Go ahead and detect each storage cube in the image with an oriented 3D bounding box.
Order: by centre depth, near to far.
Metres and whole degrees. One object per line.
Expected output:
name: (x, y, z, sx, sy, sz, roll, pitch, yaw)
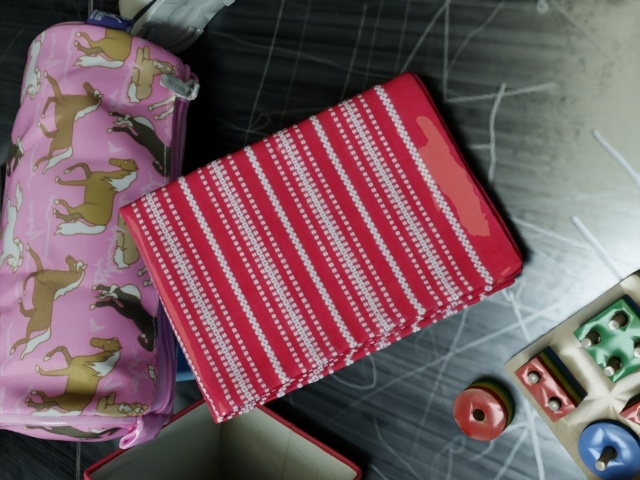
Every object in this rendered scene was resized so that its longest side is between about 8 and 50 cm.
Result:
storage cube: (-0.095, 0.293, 0.682, 0.184, 0.215, 0.193, 25, 119, 30)

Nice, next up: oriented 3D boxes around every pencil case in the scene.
pencil case: (-0.206, -0.008, 0.652, 0.167, 0.160, 0.386, -21, 62, 48)

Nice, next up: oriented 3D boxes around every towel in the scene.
towel: (0.000, 0.000, 0.567, 0.275, 0.031, 0.198, -26, 81, -3)

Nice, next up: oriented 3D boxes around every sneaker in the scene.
sneaker: (-0.120, -0.272, 0.671, 0.235, 0.090, 0.094, -25, 74, 35)

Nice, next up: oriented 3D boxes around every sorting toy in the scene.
sorting toy: (0.222, 0.110, 0.510, 0.274, 0.046, 0.132, -45, 72, 33)

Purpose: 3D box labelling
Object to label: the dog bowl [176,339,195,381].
dog bowl: (-0.114, 0.067, 0.734, 0.297, 0.074, 0.165, -14, 90, 37)
